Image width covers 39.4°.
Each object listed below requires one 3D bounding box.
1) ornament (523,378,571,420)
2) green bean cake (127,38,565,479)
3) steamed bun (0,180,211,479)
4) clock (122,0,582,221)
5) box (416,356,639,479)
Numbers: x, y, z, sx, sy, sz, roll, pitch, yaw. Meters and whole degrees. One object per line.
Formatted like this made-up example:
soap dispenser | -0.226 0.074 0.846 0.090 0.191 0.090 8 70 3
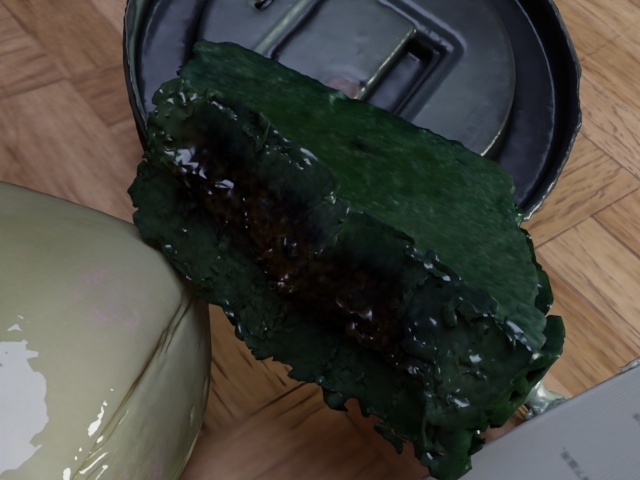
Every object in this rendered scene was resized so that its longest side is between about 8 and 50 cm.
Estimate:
ornament | 0.122 0.089 0.552 0.068 0.041 0.092 -21 56 -21
green bean cake | 0.000 0.000 0.444 0.208 0.107 0.193 27 29 -9
steamed bun | -0.164 0.074 0.444 0.200 0.154 0.250 17 50 8
clock | 0.024 -0.120 0.641 0.325 0.067 0.325 3 67 -8
box | 0.113 0.201 0.411 0.299 0.106 0.200 -21 55 -23
